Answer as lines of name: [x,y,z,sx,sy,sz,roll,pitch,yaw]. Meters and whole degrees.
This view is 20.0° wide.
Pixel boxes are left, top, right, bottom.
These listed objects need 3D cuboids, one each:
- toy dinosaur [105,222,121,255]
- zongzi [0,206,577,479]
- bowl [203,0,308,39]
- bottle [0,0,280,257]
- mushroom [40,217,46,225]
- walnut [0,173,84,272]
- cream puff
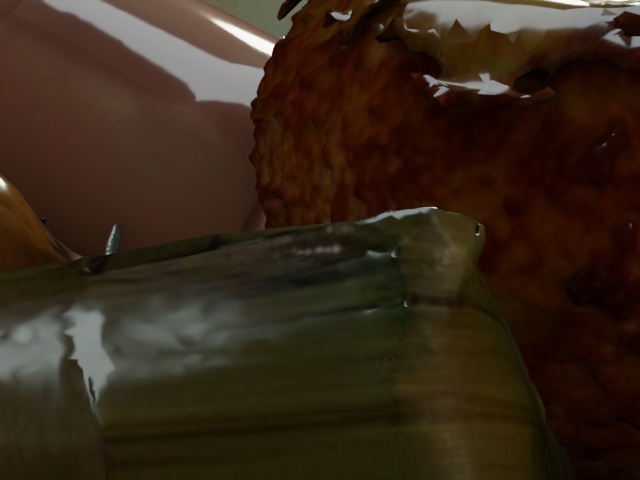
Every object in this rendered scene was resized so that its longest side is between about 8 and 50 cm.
toy dinosaur: [-0.066,0.063,0.824,0.039,0.082,0.209,-33,45,1]
zongzi: [-0.059,0.076,0.504,0.260,0.123,0.289,-7,-10,7]
bowl: [0.075,-0.038,1.464,0.435,0.435,0.196,-5,35,-28]
bottle: [-0.056,-0.013,0.972,0.297,0.206,0.173,29,18,33]
mushroom: [-0.237,0.055,0.884,0.297,0.163,0.278,1,3,34]
walnut: [-0.221,0.041,0.653,0.336,0.209,0.209,-5,1,-22]
cream puff: [0.135,-0.008,0.721,0.350,0.228,0.350,-1,11,0]
